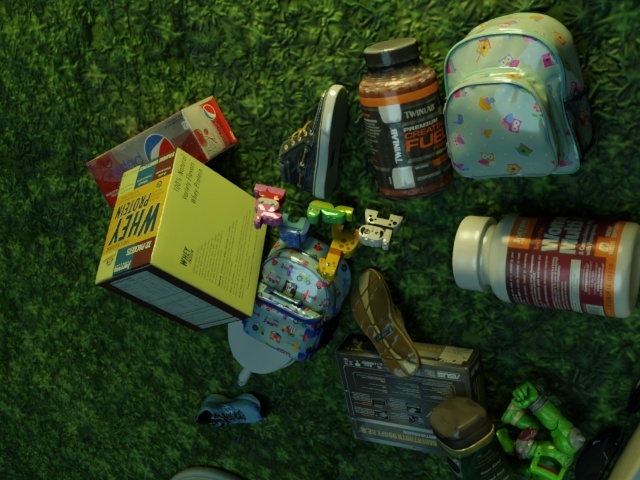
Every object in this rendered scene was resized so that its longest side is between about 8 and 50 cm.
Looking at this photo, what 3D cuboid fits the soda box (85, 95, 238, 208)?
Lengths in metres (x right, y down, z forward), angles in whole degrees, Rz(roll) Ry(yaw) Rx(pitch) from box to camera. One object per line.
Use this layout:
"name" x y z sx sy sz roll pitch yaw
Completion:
"soda box" -0.264 -0.141 1.308 0.263 0.083 0.092 -19 104 39

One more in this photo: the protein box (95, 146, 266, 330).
"protein box" -0.207 0.005 1.230 0.136 0.200 0.201 -17 143 37

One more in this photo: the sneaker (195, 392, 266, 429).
"sneaker" -0.173 0.340 1.531 0.162 0.073 0.063 -10 110 36

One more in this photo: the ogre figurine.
"ogre figurine" 0.322 0.304 1.187 0.118 0.097 0.197 34 118 27

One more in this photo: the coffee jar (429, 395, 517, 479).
"coffee jar" 0.232 0.324 1.183 0.184 0.079 0.096 64 166 -19

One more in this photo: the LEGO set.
"LEGO set" 0.000 0.000 1.187 0.227 0.093 0.087 13 146 10

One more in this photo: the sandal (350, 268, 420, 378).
"sandal" 0.105 0.130 1.238 0.072 0.049 0.180 -36 72 26

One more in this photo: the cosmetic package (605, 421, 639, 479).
"cosmetic package" 0.484 0.324 0.996 0.217 0.156 0.385 24 144 18

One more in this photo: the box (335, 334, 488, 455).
"box" 0.151 0.253 1.289 0.231 0.056 0.183 2 118 31

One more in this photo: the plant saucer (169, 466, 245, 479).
"plant saucer" -0.204 0.681 1.730 0.400 0.100 0.400 16 123 25

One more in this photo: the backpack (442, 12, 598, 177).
"backpack" 0.228 -0.168 0.947 0.166 0.144 0.188 2 114 38

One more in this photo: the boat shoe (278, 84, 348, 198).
"boat shoe" -0.015 -0.148 1.157 0.083 0.065 0.183 21 127 16

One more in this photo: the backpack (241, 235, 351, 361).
"backpack" -0.037 0.083 1.273 0.158 0.117 0.173 29 125 14

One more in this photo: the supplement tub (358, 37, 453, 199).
"supplement tub" 0.109 -0.161 1.047 0.106 0.106 0.198 0 116 32

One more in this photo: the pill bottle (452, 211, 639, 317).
"pill bottle" 0.292 0.027 1.029 0.221 0.121 0.121 7 119 29

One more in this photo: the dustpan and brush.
"dustpan and brush" -0.120 0.205 1.442 0.147 0.060 0.211 37 123 11

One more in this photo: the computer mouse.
"computer mouse" 0.412 0.270 1.129 0.041 0.071 0.242 32 128 26
